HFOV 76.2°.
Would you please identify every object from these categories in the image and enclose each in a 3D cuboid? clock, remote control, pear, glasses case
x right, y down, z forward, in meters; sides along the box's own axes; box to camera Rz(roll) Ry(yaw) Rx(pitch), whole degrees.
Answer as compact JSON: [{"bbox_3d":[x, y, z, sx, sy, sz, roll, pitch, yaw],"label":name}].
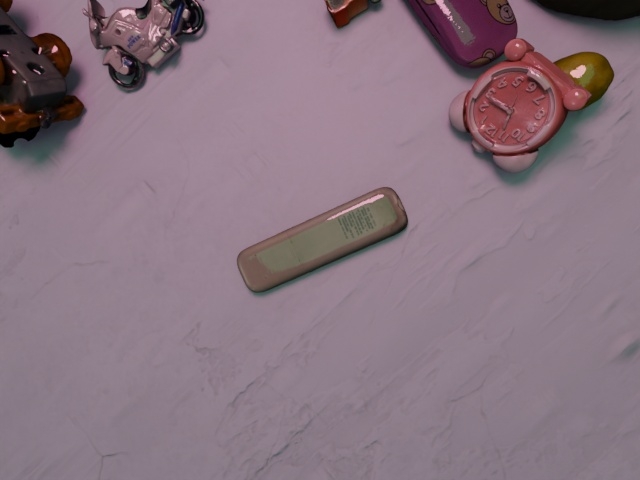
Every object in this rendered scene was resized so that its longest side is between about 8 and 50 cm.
[{"bbox_3d":[0.305,-0.206,0.644,0.166,0.093,0.162,46,130,10],"label":"clock"},{"bbox_3d":[0.000,0.001,0.709,0.310,0.038,0.090,-25,88,5],"label":"remote control"},{"bbox_3d":[0.409,-0.257,0.656,0.097,0.092,0.092,39,93,21],"label":"pear"},{"bbox_3d":[0.203,-0.432,0.675,0.123,0.076,0.316,-33,88,-6],"label":"glasses case"}]

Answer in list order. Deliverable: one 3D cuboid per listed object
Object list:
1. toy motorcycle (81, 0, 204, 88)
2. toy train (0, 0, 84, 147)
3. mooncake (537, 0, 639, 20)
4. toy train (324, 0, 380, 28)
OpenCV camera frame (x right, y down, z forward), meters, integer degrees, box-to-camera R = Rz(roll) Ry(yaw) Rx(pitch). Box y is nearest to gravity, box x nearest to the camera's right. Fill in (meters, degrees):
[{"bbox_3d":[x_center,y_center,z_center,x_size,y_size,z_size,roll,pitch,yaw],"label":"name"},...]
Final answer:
[{"bbox_3d":[-0.317,-0.389,0.721,0.221,0.102,0.150,-38,107,6],"label":"toy motorcycle"},{"bbox_3d":[-0.602,-0.325,0.691,0.232,0.163,0.369,-34,101,33],"label":"toy train"},{"bbox_3d":[0.463,-0.530,0.599,0.356,0.194,0.356,0,88,4],"label":"mooncake"},{"bbox_3d":[0.035,-0.475,0.699,0.118,0.074,0.176,-28,89,8],"label":"toy train"}]
